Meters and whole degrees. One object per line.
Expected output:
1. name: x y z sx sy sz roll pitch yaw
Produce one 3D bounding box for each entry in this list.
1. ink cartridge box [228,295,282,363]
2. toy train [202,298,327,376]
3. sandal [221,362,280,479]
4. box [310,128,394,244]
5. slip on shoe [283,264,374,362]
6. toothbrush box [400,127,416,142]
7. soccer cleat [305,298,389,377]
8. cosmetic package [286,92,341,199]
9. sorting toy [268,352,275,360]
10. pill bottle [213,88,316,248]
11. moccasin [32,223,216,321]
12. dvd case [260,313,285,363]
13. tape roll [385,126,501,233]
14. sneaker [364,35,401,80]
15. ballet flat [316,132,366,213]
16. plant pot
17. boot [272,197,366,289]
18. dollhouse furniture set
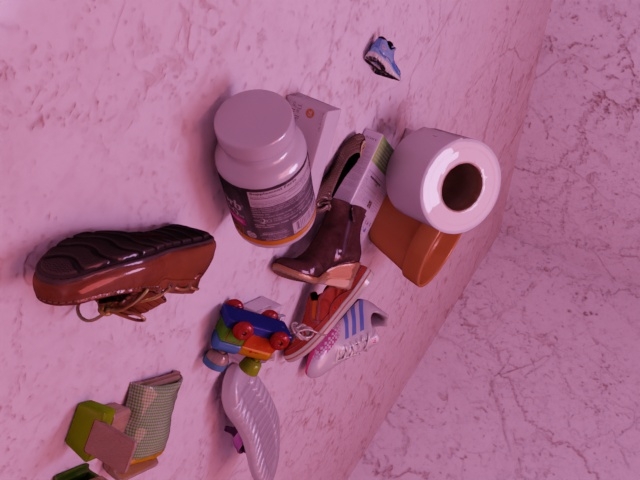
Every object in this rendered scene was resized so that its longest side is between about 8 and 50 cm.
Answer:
1. ink cartridge box: -0.148 0.202 1.800 0.099 0.056 0.135 -20 131 -62
2. toy train: -0.119 0.230 1.706 0.248 0.105 0.143 20 110 -29
3. sandal: -0.181 0.439 1.950 0.169 0.102 0.416 -65 153 -46
4. box: 0.097 -0.104 2.057 0.322 0.059 0.232 -63 160 -2
5. slip on shoe: 0.003 0.179 2.069 0.331 0.101 0.123 -52 180 17
6. toothbrush box: 0.354 -0.217 2.335 0.283 0.206 0.122 4 109 -68
7. soccer cleat: 0.085 0.292 2.346 0.331 0.143 0.116 -47 153 -39
8. cosmetic package: -0.043 -0.161 1.587 0.060 0.099 0.239 -27 137 -59
9. sorting toy: -0.139 0.253 1.911 0.083 0.045 0.075 -4 110 -66
10. pill bottle: -0.097 -0.122 1.411 0.162 0.162 0.278 -55 156 -26
11. moccasin: -0.288 0.059 1.210 0.380 0.139 0.146 -20 123 -75
12. dvd case: -0.120 0.220 1.787 0.119 0.013 0.087 -66 161 7
13. tape roll: 0.311 -0.154 2.042 0.246 0.169 0.246 -9 111 -25
14. sneaker: 0.156 -0.416 1.835 0.073 0.063 0.162 -68 160 -1
15. ballet flat: 0.046 -0.153 1.869 0.250 0.058 0.084 -53 157 -29
16. plant pot: 0.277 -0.037 2.333 0.291 0.204 0.291 -50 159 -27
17. boot: 0.000 0.000 1.875 0.248 0.090 0.206 13 86 -41
18. dollhouse furniture set: -0.313 0.376 1.459 0.301 0.151 0.197 -3 116 -67
